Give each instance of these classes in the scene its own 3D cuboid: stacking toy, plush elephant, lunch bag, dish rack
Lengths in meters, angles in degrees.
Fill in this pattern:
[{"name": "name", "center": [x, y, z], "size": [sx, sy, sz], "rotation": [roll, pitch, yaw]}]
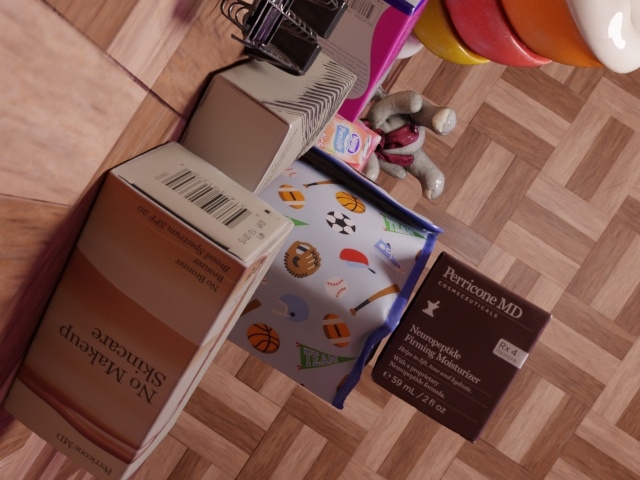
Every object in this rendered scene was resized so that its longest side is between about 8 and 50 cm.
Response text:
[{"name": "stacking toy", "center": [0.249, -0.387, 1.153], "size": [0.479, 0.351, 0.351], "rotation": [-7, -144, 41]}, {"name": "plush elephant", "center": [0.127, -0.240, 1.774], "size": [0.255, 0.330, 0.272], "rotation": [-31, 153, -25]}, {"name": "lunch bag", "center": [0.000, 0.000, 1.151], "size": [0.239, 0.327, 0.385], "rotation": [-60, 175, 36]}, {"name": "dish rack", "center": [-0.010, -0.248, 0.650], "size": [0.208, 0.074, 0.271], "rotation": [-58, 176, 11]}]

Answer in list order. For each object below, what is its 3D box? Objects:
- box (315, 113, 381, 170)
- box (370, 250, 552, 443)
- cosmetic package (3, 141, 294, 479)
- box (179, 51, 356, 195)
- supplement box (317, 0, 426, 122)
[{"name": "box", "center": [-0.018, -0.112, 1.484], "size": [0.154, 0.142, 0.300], "rotation": [-54, 177, -37]}, {"name": "box", "center": [0.194, 0.143, 1.058], "size": [0.203, 0.168, 0.167], "rotation": [-60, 172, 4]}, {"name": "cosmetic package", "center": [-0.170, 0.074, 0.720], "size": [0.296, 0.153, 0.129], "rotation": [-59, 175, 26]}, {"name": "box", "center": [-0.052, -0.145, 0.847], "size": [0.113, 0.094, 0.275], "rotation": [-56, 179, 29]}, {"name": "supplement box", "center": [0.058, -0.286, 1.014], "size": [0.114, 0.111, 0.220], "rotation": [-56, 179, -38]}]
